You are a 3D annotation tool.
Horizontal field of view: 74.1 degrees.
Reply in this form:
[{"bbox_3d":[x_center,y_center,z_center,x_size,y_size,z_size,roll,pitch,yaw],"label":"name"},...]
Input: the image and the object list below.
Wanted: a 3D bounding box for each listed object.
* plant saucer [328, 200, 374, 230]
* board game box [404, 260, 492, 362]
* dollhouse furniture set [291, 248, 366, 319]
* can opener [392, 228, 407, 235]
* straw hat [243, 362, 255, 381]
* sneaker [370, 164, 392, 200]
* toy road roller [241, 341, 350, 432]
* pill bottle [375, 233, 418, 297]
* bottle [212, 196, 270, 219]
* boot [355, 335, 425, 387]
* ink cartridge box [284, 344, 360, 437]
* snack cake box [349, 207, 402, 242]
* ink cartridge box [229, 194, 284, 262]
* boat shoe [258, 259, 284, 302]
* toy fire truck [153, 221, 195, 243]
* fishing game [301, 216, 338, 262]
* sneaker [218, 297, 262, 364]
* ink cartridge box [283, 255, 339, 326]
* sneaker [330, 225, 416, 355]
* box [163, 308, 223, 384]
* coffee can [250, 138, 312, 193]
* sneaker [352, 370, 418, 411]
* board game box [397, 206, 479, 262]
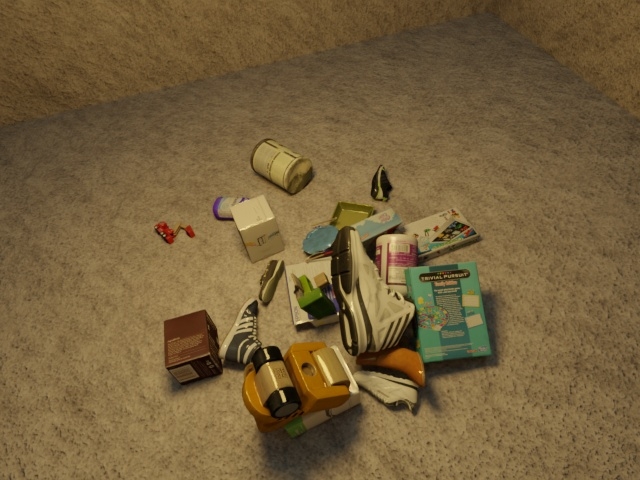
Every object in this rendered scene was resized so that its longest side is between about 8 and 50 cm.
[{"bbox_3d":[0.149,-0.099,2.035,0.188,0.045,0.188,10,52,16],"label":"plant saucer"},{"bbox_3d":[0.458,0.256,1.539,0.253,0.079,0.336,-5,79,-5],"label":"board game box"},{"bbox_3d":[0.053,0.137,1.635,0.301,0.151,0.198,-31,52,9],"label":"dollhouse furniture set"},{"bbox_3d":[0.354,0.078,1.797,0.076,0.095,0.284,-36,44,34],"label":"can opener"},{"bbox_3d":[-0.216,0.512,1.552,0.061,0.145,0.144,3,33,-46],"label":"straw hat"},{"bbox_3d":[0.316,-0.285,2.164,0.097,0.084,0.235,19,52,-6],"label":"sneaker"},{"bbox_3d":[-0.093,0.477,1.359,0.329,0.241,0.203,4,39,-36],"label":"toy road roller"},{"bbox_3d":[0.300,0.138,1.675,0.169,0.169,0.302,2,77,10],"label":"pill bottle"},{"bbox_3d":[-0.396,-0.161,2.141,0.282,0.092,0.118,3,49,12],"label":"bottle"},{"bbox_3d":[0.231,0.423,1.481,0.211,0.104,0.295,-5,16,-4],"label":"boot"},{"bbox_3d":[-0.022,0.522,1.481,0.272,0.115,0.198,-23,50,-10],"label":"ink cartridge box"},{"bbox_3d":[0.212,-0.032,1.842,0.264,0.152,0.089,-24,69,-34],"label":"snack cake box"},{"bbox_3d":[-0.289,-0.053,1.939,0.168,0.233,0.171,-23,50,-11],"label":"ink cartridge box"},{"bbox_3d":[-0.225,0.173,1.841,0.068,0.081,0.228,6,44,18],"label":"boat shoe"},{"bbox_3d":[-0.735,-0.051,2.131,0.135,0.047,0.192,-39,54,-23],"label":"toy fire truck"},{"bbox_3d":[0.000,0.000,1.928,0.189,0.041,0.264,-20,35,17],"label":"fishing game"},{"bbox_3d":[-0.270,0.362,1.672,0.153,0.099,0.282,14,50,14],"label":"sneaker"},{"bbox_3d":[0.018,0.206,1.782,0.307,0.072,0.304,-13,50,1],"label":"ink cartridge box"},{"bbox_3d":[0.189,0.167,1.511,0.257,0.169,0.448,-2,79,-21],"label":"sneaker"},{"bbox_3d":[-0.486,0.407,1.618,0.166,0.169,0.203,-16,50,-5],"label":"box"},{"bbox_3d":[-0.208,-0.396,2.242,0.275,0.202,0.201,33,62,31],"label":"coffee can"},{"bbox_3d":[0.219,0.518,1.474,0.235,0.090,0.095,7,67,20],"label":"sneaker"},{"bbox_3d":[0.524,-0.027,1.907,0.305,0.053,0.193,-19,50,-7],"label":"board game box"}]
